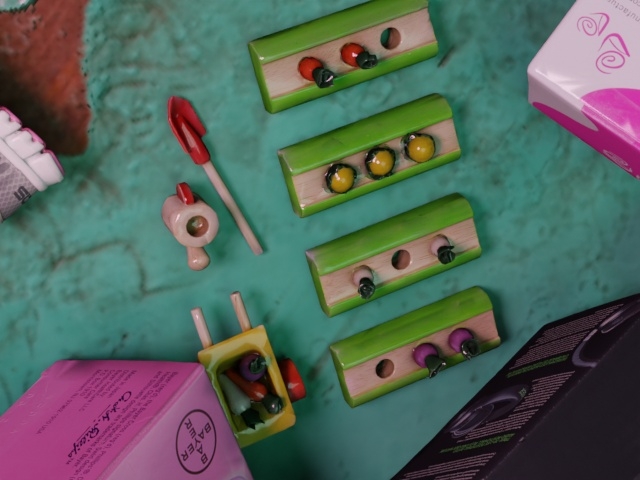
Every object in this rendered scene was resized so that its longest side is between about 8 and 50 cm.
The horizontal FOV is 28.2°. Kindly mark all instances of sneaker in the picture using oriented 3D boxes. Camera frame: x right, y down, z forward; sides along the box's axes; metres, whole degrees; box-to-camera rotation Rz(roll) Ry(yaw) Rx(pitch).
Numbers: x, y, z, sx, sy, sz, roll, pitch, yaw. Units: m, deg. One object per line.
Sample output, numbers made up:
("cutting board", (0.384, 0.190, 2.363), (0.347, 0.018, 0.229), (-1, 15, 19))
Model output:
("sneaker", (-0.212, -0.063, 0.649), (0.075, 0.063, 0.170), (-51, 122, -6))

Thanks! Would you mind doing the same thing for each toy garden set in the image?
("toy garden set", (0.000, 0.000, 0.758), (0.203, 0.049, 0.244), (-21, 113, -13))

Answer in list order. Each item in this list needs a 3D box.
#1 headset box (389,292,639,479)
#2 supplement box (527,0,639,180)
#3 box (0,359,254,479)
("headset box", (0.155, 0.213, 0.747), (0.283, 0.131, 0.246), (-38, 94, -30))
("supplement box", (0.228, -0.146, 0.740), (0.111, 0.114, 0.220), (37, 92, 9))
("box", (-0.119, 0.224, 0.692), (0.213, 0.117, 0.243), (-47, 126, -46))
